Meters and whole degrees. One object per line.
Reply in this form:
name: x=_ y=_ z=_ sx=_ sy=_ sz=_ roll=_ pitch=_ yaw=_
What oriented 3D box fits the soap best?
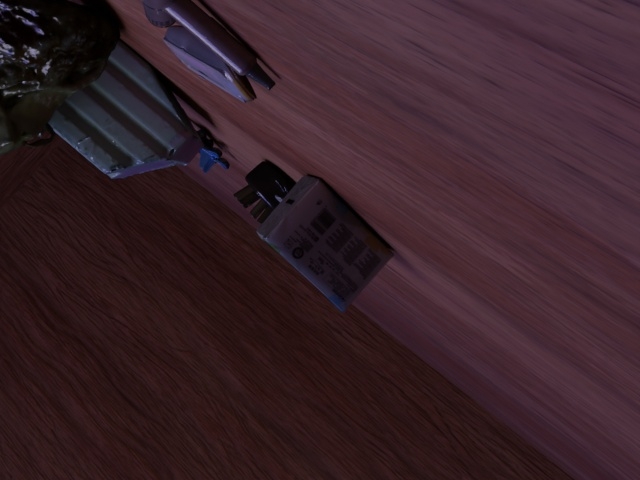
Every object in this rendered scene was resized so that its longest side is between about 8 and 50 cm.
soap: x=-0.500 y=-0.319 z=1.970 sx=0.446 sy=0.261 sz=0.156 roll=39 pitch=173 yaw=9

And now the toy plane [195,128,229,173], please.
toy plane: x=-0.346 y=-0.276 z=2.218 sx=0.246 sy=0.078 sz=0.169 roll=46 pitch=175 yaw=18

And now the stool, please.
stool: x=-0.102 y=-0.089 z=1.865 sx=0.217 sy=0.121 sz=0.125 roll=43 pitch=174 yaw=33

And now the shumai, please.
shumai: x=-0.634 y=-0.342 z=1.715 sx=0.396 sy=0.347 sz=0.395 roll=13 pitch=-176 yaw=-1

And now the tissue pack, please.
tissue pack: x=0.000 y=0.000 z=1.665 sx=0.229 sy=0.159 sz=0.145 roll=43 pitch=174 yaw=-22

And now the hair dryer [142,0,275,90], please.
hair dryer: x=-0.151 y=-0.280 z=1.116 sx=0.220 sy=0.053 sz=0.195 roll=40 pitch=173 yaw=-4

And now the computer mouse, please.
computer mouse: x=-0.165 y=-0.274 z=1.280 sx=0.199 sy=0.045 sz=0.102 roll=35 pitch=172 yaw=41
